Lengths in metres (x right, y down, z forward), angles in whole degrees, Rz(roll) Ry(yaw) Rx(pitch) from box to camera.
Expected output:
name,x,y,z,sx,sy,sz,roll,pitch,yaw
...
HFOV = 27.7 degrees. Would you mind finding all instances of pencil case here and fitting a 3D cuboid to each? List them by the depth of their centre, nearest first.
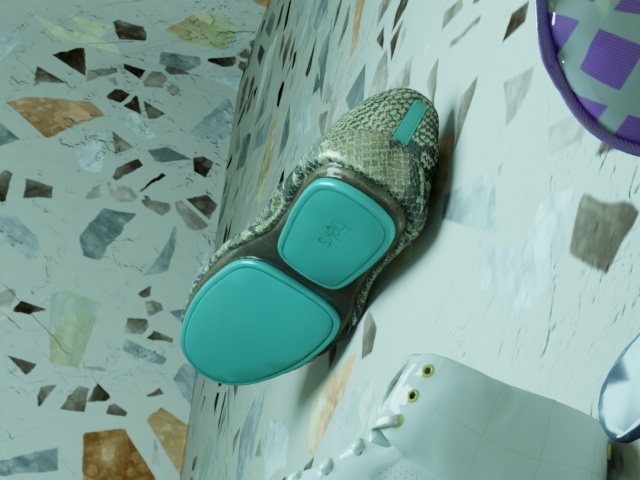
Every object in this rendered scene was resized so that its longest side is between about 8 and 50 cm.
name,x,y,z,sx,sy,sz,roll,pitch,yaw
pencil case,0.153,-0.087,0.407,0.088,0.206,0.086,-3,109,45

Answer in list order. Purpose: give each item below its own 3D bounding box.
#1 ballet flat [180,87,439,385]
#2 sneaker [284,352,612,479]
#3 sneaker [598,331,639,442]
name,x,y,z,sx,sy,sz,roll,pitch,yaw
ballet flat,0.000,0.000,1.329,0.182,0.164,0.483,-58,5,-34
sneaker,0.017,0.145,0.724,0.108,0.292,0.169,64,-146,-57
sneaker,0.197,0.001,0.299,0.323,0.130,0.236,130,158,-55
